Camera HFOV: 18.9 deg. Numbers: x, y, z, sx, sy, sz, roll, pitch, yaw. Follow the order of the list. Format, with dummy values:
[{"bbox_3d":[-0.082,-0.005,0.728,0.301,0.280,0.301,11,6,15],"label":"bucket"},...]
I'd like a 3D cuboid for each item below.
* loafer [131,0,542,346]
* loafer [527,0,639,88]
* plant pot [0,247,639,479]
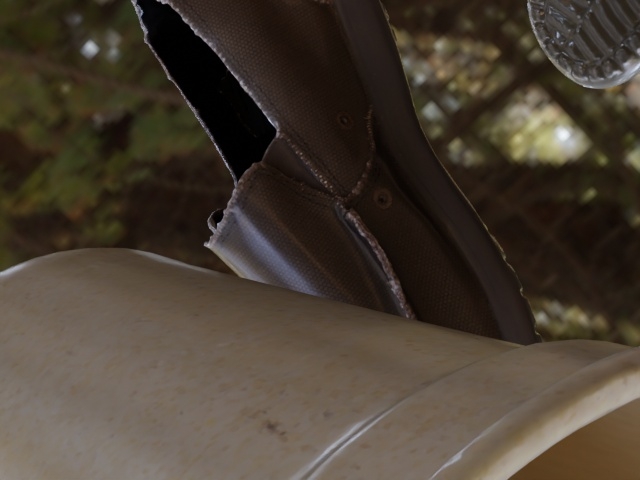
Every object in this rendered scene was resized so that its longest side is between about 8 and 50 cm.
[{"bbox_3d":[0.000,0.000,1.000,0.130,0.134,0.366,-19,-104,-22],"label":"loafer"},{"bbox_3d":[0.204,-0.181,0.899,0.102,0.268,0.092,53,-145,11],"label":"loafer"},{"bbox_3d":[-0.013,0.146,0.682,0.334,0.333,0.305,17,-175,-45],"label":"plant pot"}]
